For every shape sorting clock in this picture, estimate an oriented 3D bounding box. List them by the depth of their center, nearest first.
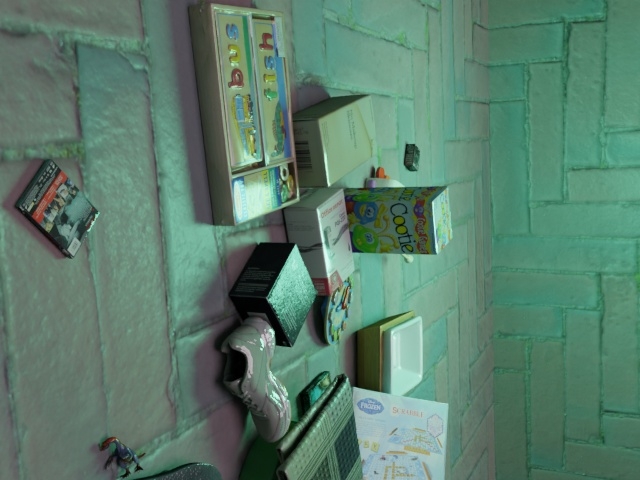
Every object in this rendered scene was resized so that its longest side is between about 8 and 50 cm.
[{"bbox_3d":[0.051,0.167,1.795,0.206,0.040,0.206,8,90,-69],"label":"shape sorting clock"}]

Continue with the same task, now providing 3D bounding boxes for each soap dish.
[{"bbox_3d":[0.201,0.334,2.039,0.291,0.118,0.228,-8,99,-64],"label":"soap dish"}]

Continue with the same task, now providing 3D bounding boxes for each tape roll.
[{"bbox_3d":[-0.072,0.560,1.542,0.321,0.077,0.321,-3,94,-63],"label":"tape roll"}]

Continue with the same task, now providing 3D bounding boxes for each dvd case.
[{"bbox_3d":[-0.367,-0.043,0.992,0.119,0.013,0.087,59,41,-46],"label":"dvd case"}]

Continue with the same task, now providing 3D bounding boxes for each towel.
[{"bbox_3d":[-0.001,0.507,1.542,0.324,0.056,0.312,-45,133,-52],"label":"towel"}]

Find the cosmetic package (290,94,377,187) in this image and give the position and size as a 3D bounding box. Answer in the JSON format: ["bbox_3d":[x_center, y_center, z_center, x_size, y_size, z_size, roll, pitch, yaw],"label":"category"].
[{"bbox_3d":[0.023,-0.240,1.665,0.309,0.113,0.160,-40,126,-56],"label":"cosmetic package"}]

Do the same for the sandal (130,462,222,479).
[{"bbox_3d":[-0.259,0.430,1.200,0.255,0.055,0.097,21,65,-52],"label":"sandal"}]

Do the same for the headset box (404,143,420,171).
[{"bbox_3d":[0.302,-0.269,2.316,0.062,0.032,0.083,33,60,-60],"label":"headset box"}]

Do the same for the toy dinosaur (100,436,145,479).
[{"bbox_3d":[-0.315,0.336,1.107,0.090,0.047,0.082,-116,-173,-73],"label":"toy dinosaur"}]

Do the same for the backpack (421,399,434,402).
[{"bbox_3d":[0.239,0.604,2.042,0.225,0.191,0.253,-2,85,-61],"label":"backpack"}]

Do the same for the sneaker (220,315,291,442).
[{"bbox_3d":[-0.141,0.291,1.391,0.121,0.099,0.262,-27,108,-53],"label":"sneaker"}]

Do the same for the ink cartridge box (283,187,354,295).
[{"bbox_3d":[0.000,0.000,1.650,0.158,0.092,0.217,-41,125,-57],"label":"ink cartridge box"}]

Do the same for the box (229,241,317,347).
[{"bbox_3d":[-0.093,0.111,1.462,0.158,0.093,0.156,-63,143,-40],"label":"box"}]

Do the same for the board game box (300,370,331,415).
[{"bbox_3d":[-0.002,0.432,1.735,0.126,0.026,0.186,-32,120,-59],"label":"board game box"}]

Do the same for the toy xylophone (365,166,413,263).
[{"bbox_3d":[0.222,-0.067,2.105,0.323,0.081,0.236,39,57,-58],"label":"toy xylophone"}]

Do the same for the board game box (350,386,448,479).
[{"bbox_3d":[0.184,0.563,1.826,0.319,0.066,0.317,17,70,-28],"label":"board game box"}]

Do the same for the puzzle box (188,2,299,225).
[{"bbox_3d":[-0.140,-0.252,1.400,0.272,0.052,0.408,-28,116,-60],"label":"puzzle box"}]

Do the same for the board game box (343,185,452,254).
[{"bbox_3d":[0.181,-0.053,1.806,0.142,0.275,0.144,-37,123,-58],"label":"board game box"}]
